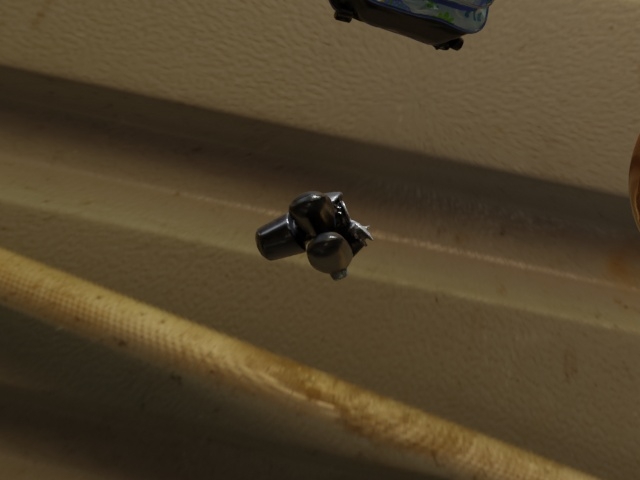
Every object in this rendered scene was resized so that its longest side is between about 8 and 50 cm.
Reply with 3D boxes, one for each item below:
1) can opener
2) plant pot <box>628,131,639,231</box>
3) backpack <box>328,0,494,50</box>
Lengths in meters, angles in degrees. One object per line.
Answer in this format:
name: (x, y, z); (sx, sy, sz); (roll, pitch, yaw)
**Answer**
can opener: (0.000, 0.000, 0.729); (0.073, 0.186, 0.059); (-32, -89, -3)
plant pot: (0.478, -0.037, 1.164); (0.290, 0.203, 0.291); (1, -68, 4)
backpack: (0.068, -0.193, 0.727); (0.105, 0.084, 0.114); (12, -99, -24)
